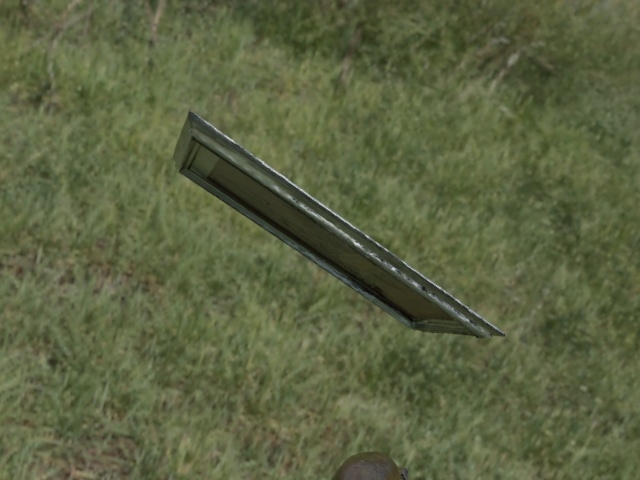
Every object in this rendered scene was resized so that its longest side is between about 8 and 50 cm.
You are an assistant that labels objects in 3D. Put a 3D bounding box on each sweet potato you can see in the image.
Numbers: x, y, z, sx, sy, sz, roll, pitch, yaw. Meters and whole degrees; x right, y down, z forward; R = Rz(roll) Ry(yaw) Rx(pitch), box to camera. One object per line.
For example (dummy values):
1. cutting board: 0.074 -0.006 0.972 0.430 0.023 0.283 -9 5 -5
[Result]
1. sweet potato: 0.066 0.307 1.322 0.112 0.085 0.286 47 2 9

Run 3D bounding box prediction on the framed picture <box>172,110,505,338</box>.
1. framed picture: 0.000 0.000 0.859 0.273 0.016 0.216 34 -9 -6
